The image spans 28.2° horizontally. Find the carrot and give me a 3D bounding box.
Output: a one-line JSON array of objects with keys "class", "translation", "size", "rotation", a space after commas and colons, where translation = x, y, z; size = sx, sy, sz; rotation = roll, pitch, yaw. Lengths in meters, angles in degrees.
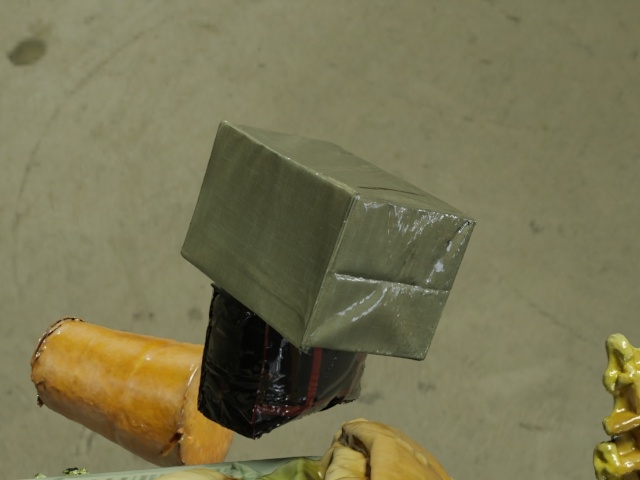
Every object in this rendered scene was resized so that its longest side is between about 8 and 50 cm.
[{"class": "carrot", "translation": [-0.257, 0.217, 1.754], "size": [0.254, 0.196, 0.196], "rotation": [11, 50, 20]}]

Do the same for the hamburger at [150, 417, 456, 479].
[{"class": "hamburger", "translation": [0.000, 0.171, 0.429], "size": [0.162, 0.209, 0.330], "rotation": [-27, 34, 10]}]

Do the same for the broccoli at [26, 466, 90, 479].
[{"class": "broccoli", "translation": [-0.327, 0.318, 1.603], "size": [0.092, 0.095, 0.097], "rotation": [37, 59, 0]}]

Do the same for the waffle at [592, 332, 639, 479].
[{"class": "waffle", "translation": [0.432, 0.200, 1.377], "size": [0.300, 0.058, 0.282], "rotation": [12, 85, -19]}]

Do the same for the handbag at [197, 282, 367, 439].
[{"class": "handbag", "translation": [-0.038, 0.124, 1.457], "size": [0.155, 0.169, 0.215], "rotation": [18, 18, 37]}]

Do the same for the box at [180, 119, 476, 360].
[{"class": "box", "translation": [0.000, 0.000, 1.195], "size": [0.149, 0.155, 0.231], "rotation": [10, 14, -37]}]

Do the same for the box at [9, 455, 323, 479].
[{"class": "box", "translation": [-0.155, 0.293, 1.041], "size": [0.396, 0.111, 0.396], "rotation": [-5, 11, 2]}]
